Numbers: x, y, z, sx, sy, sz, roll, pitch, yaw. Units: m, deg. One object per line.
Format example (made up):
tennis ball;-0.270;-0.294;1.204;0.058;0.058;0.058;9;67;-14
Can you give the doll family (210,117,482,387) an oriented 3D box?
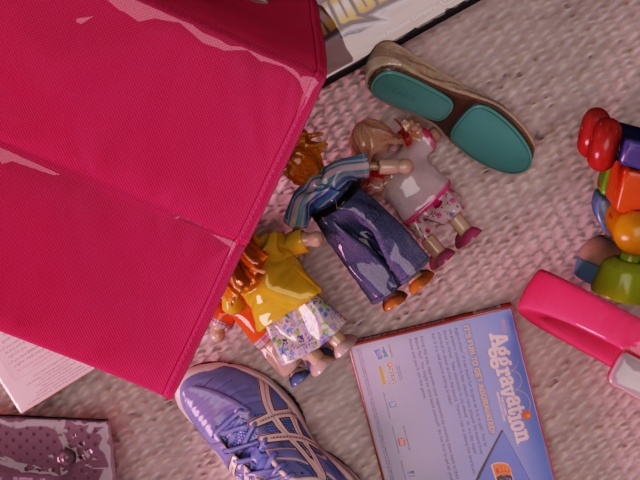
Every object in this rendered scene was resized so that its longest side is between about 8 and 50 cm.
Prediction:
doll family;0.000;0.000;1.214;0.263;0.118;0.163;-40;92;7

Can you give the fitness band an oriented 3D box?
fitness band;0.287;0.110;1.161;0.291;0.209;0.054;30;94;0

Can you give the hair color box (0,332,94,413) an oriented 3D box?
hair color box;-0.257;0.051;1.271;0.093;0.053;0.167;-31;94;8

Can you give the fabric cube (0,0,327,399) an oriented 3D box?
fabric cube;-0.168;-0.090;1.038;0.258;0.254;0.259;23;108;-11

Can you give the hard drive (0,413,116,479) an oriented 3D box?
hard drive;-0.256;0.273;1.292;0.172;0.054;0.254;2;96;4

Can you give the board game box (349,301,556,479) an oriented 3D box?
board game box;0.128;0.205;1.273;0.145;0.027;0.281;-14;95;7

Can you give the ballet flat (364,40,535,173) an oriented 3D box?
ballet flat;0.111;-0.114;1.225;0.168;0.052;0.057;30;129;-21

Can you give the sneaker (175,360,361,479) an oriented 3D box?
sneaker;-0.037;0.180;1.255;0.211;0.081;0.080;40;99;1

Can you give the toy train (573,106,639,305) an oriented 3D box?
toy train;0.244;-0.014;1.135;0.105;0.248;0.143;14;101;2

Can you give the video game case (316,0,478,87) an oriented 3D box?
video game case;-0.027;-0.252;1.233;0.275;0.035;0.248;-29;93;6
